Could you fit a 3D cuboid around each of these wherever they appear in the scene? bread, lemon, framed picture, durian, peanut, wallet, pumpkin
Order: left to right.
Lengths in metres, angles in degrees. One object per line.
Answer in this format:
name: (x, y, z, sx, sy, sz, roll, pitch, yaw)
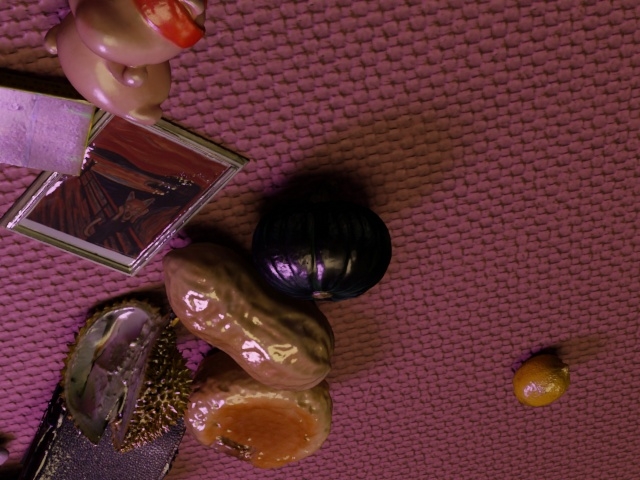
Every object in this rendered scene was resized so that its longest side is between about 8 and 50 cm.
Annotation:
wallet: (-0.341, 0.334, 1.822, 0.221, 0.071, 0.262, 21, 95, -35)
framed picture: (-0.256, -0.058, 1.510, 0.216, 0.016, 0.273, 23, 129, -34)
durian: (-0.257, 0.184, 1.695, 0.237, 0.193, 0.138, -47, 159, 15)
peanut: (-0.097, 0.106, 1.632, 0.149, 0.149, 0.313, -36, 120, 26)
bread: (-0.098, 0.252, 1.823, 0.244, 0.134, 0.244, -4, 140, -4)
pumpkin: (0.000, 0.013, 1.549, 0.194, 0.150, 0.194, -9, 142, -7)
lemon: (0.372, 0.232, 1.950, 0.082, 0.082, 0.110, 25, 128, -36)

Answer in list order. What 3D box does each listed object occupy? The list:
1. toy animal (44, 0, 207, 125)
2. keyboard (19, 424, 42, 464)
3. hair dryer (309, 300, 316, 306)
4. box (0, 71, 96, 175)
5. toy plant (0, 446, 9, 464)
toy animal: (-0.198, -0.233, 1.212, 0.171, 0.171, 0.198, 10, 138, -24)
keyboard: (-0.414, 0.309, 1.896, 0.093, 0.025, 0.230, 13, 134, -28)
hair dryer: (-0.015, 0.081, 1.723, 0.047, 0.026, 0.083, -11, 144, 1)
box: (-0.367, -0.142, 1.362, 0.193, 0.030, 0.121, 8, 135, -17)
toy plant: (-0.630, 0.368, 1.840, 0.243, 0.112, 0.232, -25, 154, 1)
